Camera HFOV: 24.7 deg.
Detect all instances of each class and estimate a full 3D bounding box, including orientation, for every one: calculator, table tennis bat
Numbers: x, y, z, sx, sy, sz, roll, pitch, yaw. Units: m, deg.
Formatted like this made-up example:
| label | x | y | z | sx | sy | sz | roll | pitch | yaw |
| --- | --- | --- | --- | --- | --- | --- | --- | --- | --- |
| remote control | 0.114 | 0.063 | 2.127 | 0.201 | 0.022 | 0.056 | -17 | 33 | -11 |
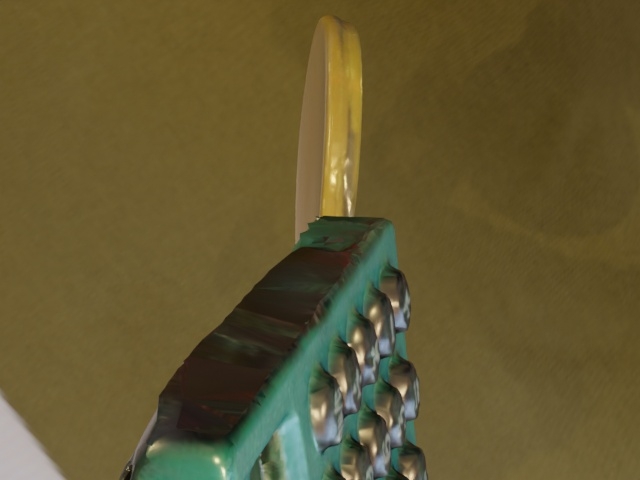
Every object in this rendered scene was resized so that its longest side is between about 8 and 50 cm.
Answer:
| label | x | y | z | sx | sy | sz | roll | pitch | yaw |
| --- | --- | --- | --- | --- | --- | --- | --- | --- | --- |
| calculator | -0.001 | 0.139 | 0.674 | 0.058 | 0.274 | 0.248 | 1 | 112 | 19 |
| table tennis bat | 0.000 | 0.000 | 0.931 | 0.050 | 0.321 | 0.198 | 4 | 143 | -7 |
